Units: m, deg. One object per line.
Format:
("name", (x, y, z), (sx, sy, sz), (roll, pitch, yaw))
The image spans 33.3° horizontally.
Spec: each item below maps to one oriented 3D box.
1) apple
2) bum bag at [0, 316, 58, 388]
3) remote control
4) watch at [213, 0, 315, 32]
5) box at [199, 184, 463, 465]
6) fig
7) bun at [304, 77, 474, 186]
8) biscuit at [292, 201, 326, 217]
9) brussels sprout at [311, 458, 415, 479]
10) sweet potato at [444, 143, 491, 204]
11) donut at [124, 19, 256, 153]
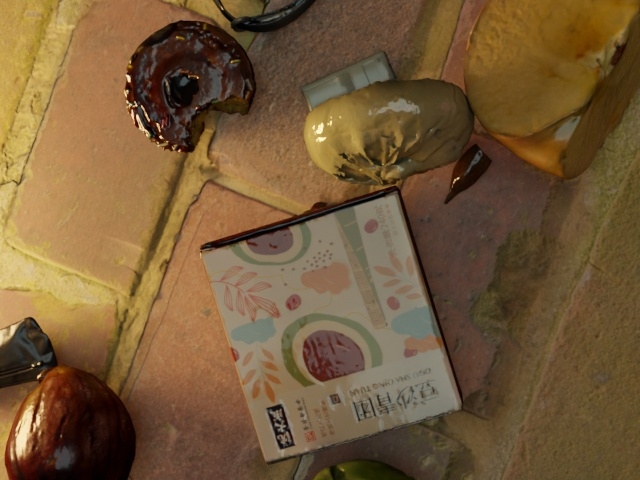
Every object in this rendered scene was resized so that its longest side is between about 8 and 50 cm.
("apple", (0.387, -0.266, 1.711), (0.314, 0.252, 0.309), (32, 90, -19))
("bum bag", (-0.589, 0.220, 1.926), (0.248, 0.060, 0.123), (-16, 88, 8))
("remote control", (0.049, -0.274, 1.872), (0.162, 0.029, 0.061), (-24, 88, 6))
("watch", (-0.099, -0.458, 1.875), (0.193, 0.068, 0.206), (39, 92, 7))
("box", (0.022, 0.139, 1.811), (0.345, 0.122, 0.385), (-17, 92, 6))
("fig", (-0.427, 0.349, 1.825), (0.224, 0.224, 0.263), (7, 87, 7))
("bun", (0.114, -0.162, 1.735), (0.287, 0.287, 0.146), (-8, 82, 7))
("biscuit", (0.000, 0.000, 1.878), (0.130, 0.019, 0.119), (33, 93, 6))
("brussels sprout", (0.052, 0.503, 1.767), (0.294, 0.227, 0.259), (-23, 72, 13))
("sweet potato", (0.247, -0.110, 1.842), (0.049, 0.049, 0.117), (36, 104, 6))
("donut", (-0.229, -0.268, 1.872), (0.216, 0.096, 0.230), (40, 94, 8))
